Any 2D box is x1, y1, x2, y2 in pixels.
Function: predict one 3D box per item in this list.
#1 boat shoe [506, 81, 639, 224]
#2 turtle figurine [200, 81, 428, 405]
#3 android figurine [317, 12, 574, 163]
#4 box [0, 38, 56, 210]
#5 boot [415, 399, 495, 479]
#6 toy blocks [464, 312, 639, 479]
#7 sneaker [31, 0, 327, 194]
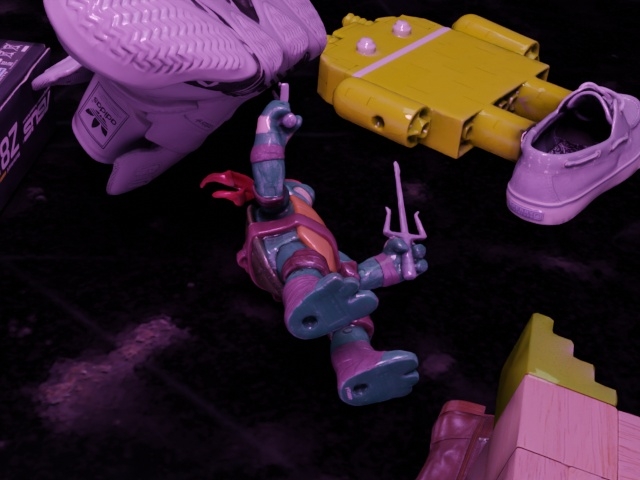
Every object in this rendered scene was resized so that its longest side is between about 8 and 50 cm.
[{"bbox_3d":[0.241,-0.094,0.906,0.079,0.081,0.227,26,41,26],"label":"boat shoe"},{"bbox_3d":[0.000,0.000,0.726,0.175,0.118,0.234,35,23,-32],"label":"turtle figurine"},{"bbox_3d":[0.112,-0.163,1.012,0.273,0.056,0.248,31,43,29],"label":"android figurine"},{"bbox_3d":[-0.409,-0.045,0.749,0.318,0.097,0.395,7,35,1],"label":"box"},{"bbox_3d":[0.105,0.144,0.596,0.106,0.037,0.114,3,30,21],"label":"boot"},{"bbox_3d":[0.174,0.225,0.404,0.261,0.190,0.381,20,38,1],"label":"toy blocks"},{"bbox_3d":[-0.132,-0.122,0.757,0.137,0.210,0.366,54,20,-1],"label":"sneaker"}]
